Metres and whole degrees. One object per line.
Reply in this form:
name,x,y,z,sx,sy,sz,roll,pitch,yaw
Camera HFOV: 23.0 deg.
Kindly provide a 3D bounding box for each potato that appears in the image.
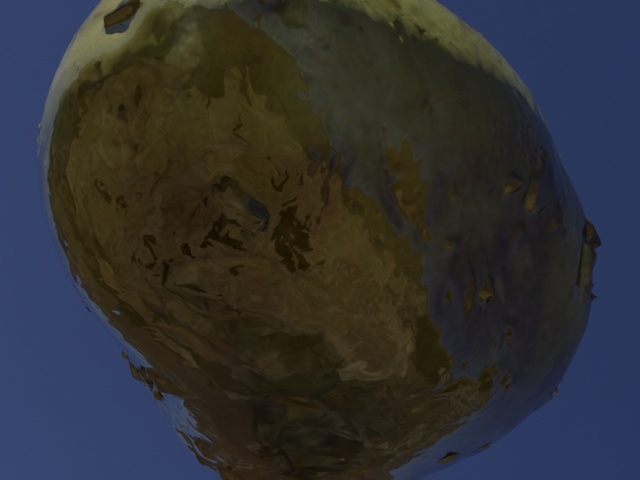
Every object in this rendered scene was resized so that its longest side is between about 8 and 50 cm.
potato,0.000,0.000,0.644,0.210,0.173,0.307,-7,-30,18
